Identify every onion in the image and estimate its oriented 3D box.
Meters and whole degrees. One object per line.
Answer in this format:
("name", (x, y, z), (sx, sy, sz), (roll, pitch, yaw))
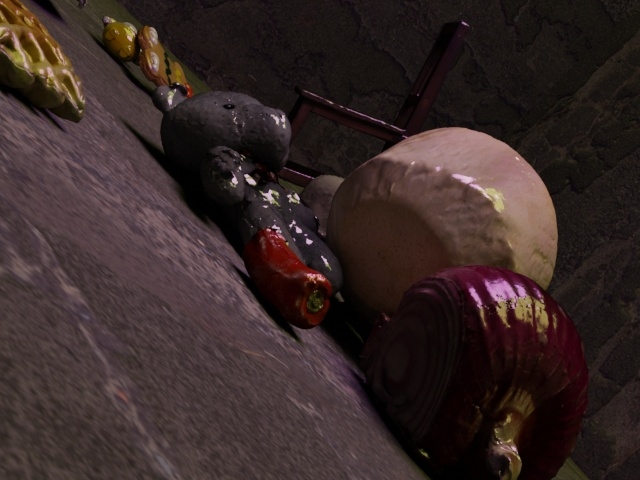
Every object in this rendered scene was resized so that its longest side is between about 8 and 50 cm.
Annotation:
("onion", (0.192, 0.157, 1.205), (0.272, 0.230, 0.256), (39, -1, 37))

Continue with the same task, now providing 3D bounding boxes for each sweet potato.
("sweet potato", (0.086, 0.143, 1.462), (0.078, 0.058, 0.255), (26, 14, -22))

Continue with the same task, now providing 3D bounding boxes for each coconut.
("coconut", (0.166, -0.008, 1.450), (0.329, 0.329, 0.329), (45, 4, -4))

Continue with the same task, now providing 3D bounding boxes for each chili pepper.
("chili pepper", (-0.036, 0.043, 1.155), (0.070, 0.073, 0.123), (-7, 31, -27))

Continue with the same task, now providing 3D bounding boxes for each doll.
("doll", (-0.069, -0.076, 1.362), (0.246, 0.158, 0.340), (23, 22, -52))
("doll", (-0.361, -0.364, 1.964), (0.106, 0.062, 0.162), (53, 4, -11))

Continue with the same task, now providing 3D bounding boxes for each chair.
("chair", (0.057, -0.226, 1.863), (0.241, 0.416, 0.203), (21, 8, -6))

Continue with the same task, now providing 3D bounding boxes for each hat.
("hat", (0.025, -0.025, 1.629), (0.257, 0.130, 0.257), (33, 5, -4))

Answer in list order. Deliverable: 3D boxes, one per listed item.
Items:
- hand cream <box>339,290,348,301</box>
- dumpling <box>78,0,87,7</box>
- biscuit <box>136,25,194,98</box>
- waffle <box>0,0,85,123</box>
("hand cream", (0.174, 0.180, 1.641), (0.359, 0.118, 0.185), (38, 4, 35))
("dumpling", (-0.463, -0.503, 1.729), (0.341, 0.181, 0.260), (12, -41, 38))
("biscuit", (-0.264, -0.283, 1.958), (0.240, 0.035, 0.158), (54, 19, -48))
("waffle", (-0.324, -0.221, 1.003), (0.261, 0.056, 0.250), (44, 4, -46))
